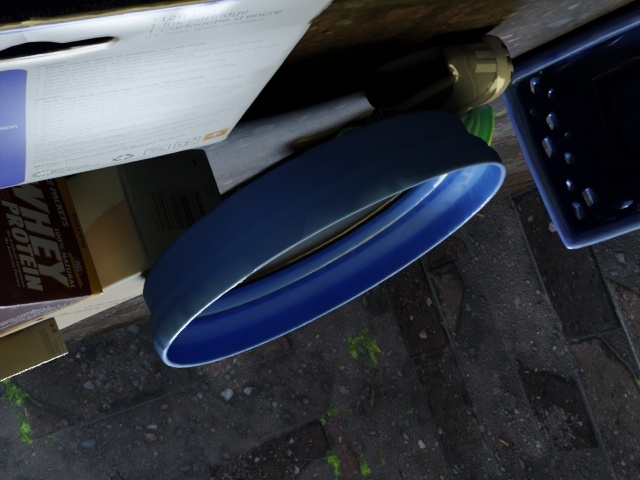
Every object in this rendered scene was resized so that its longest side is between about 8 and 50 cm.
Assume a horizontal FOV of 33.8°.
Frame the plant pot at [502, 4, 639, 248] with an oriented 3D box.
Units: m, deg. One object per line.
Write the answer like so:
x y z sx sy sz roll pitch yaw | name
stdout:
0.387 -0.150 1.282 0.236 0.236 0.212 -22 -179 33 | plant pot

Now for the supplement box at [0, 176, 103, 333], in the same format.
-0.335 0.024 0.929 0.191 0.129 0.194 -21 175 15 | supplement box

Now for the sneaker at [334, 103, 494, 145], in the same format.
0.087 -0.095 1.316 0.296 0.109 0.123 -30 157 4 | sneaker

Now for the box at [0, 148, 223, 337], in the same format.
-0.260 0.013 1.138 0.311 0.121 0.148 -23 173 35 | box

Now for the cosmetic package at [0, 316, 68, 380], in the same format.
-0.317 0.117 1.049 0.115 0.041 0.060 -22 -179 -28 | cosmetic package

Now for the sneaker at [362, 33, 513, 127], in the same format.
0.077 -0.140 1.083 0.132 0.086 0.229 -9 159 -42 | sneaker

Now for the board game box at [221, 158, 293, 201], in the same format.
-0.059 -0.066 1.510 0.165 0.042 0.243 -15 174 -41 | board game box

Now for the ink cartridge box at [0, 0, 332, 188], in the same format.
-0.170 -0.093 0.588 0.304 0.072 0.307 -12 172 -18 | ink cartridge box

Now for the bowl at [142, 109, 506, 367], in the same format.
0.000 0.000 1.062 0.391 0.077 0.391 -28 167 -7 | bowl
